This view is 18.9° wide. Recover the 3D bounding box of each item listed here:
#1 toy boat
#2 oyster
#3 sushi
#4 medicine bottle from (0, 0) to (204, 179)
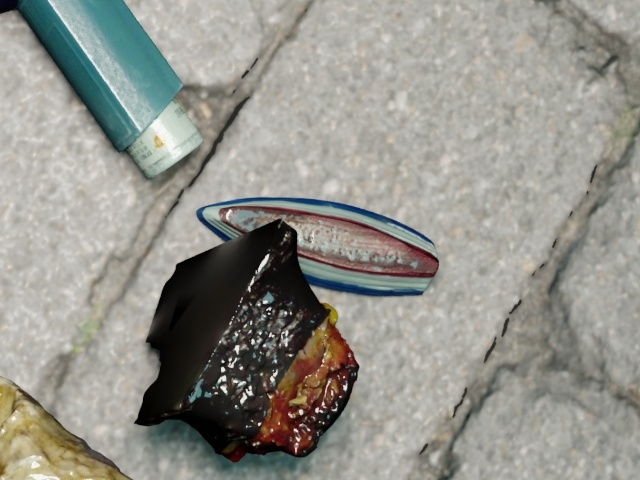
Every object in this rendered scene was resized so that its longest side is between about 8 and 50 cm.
[{"bbox_3d":[0.000,0.000,1.756,0.228,0.046,0.080,15,84,-17],"label":"toy boat"},{"bbox_3d":[-0.230,0.207,1.619,0.341,0.166,0.110,35,84,7],"label":"oyster"},{"bbox_3d":[-0.052,0.110,1.677,0.150,0.153,0.172,36,52,-28],"label":"sushi"},{"bbox_3d":[-0.212,-0.164,1.689,0.124,0.079,0.258,-40,97,-21],"label":"medicine bottle"}]
